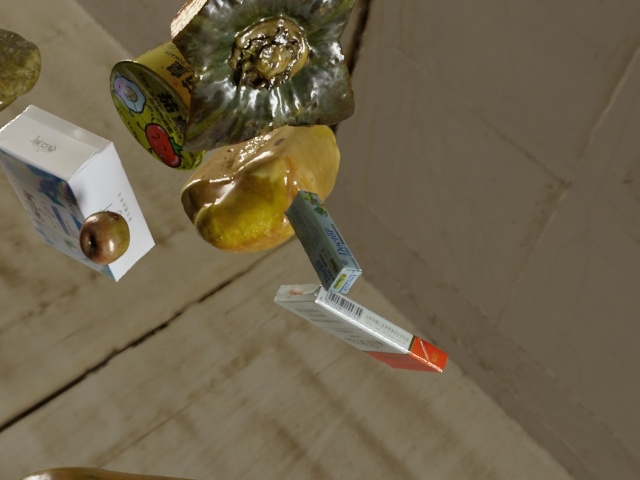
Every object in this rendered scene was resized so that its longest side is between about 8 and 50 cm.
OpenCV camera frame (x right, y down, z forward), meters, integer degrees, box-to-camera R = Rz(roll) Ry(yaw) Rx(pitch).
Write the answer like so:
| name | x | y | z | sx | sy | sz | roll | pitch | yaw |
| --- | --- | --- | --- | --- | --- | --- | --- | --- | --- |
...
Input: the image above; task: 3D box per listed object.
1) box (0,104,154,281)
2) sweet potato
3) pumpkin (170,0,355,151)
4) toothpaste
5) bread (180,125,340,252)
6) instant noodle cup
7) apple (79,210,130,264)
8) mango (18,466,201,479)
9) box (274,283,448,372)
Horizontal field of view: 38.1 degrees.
| name | x | y | z | sx | sy | sz | roll | pitch | yaw |
| --- | --- | --- | --- | --- | --- | --- | --- | --- | --- |
| box | -0.434 | -0.080 | 1.641 | 0.203 | 0.116 | 0.274 | 26 | -31 | 26 |
| sweet potato | -0.557 | -0.212 | 1.301 | 0.369 | 0.158 | 0.158 | -8 | -66 | 34 |
| pumpkin | -0.062 | -0.248 | 1.159 | 0.095 | 0.258 | 0.290 | -122 | -157 | -43 |
| toothpaste | 0.000 | 0.000 | 1.247 | 0.046 | 0.034 | 0.164 | -57 | -138 | 28 |
| bread | -0.145 | -0.117 | 2.310 | 0.360 | 0.394 | 0.250 | -21 | -70 | 24 |
| instant noodle cup | -0.191 | -0.214 | 1.343 | 0.182 | 0.144 | 0.182 | 29 | -35 | 23 |
| apple | -0.334 | -0.005 | 1.445 | 0.084 | 0.071 | 0.084 | 9 | -74 | 34 |
| mango | -0.186 | 0.383 | 1.031 | 0.377 | 0.264 | 0.221 | 26 | 13 | -10 |
| box | 0.061 | 0.132 | 1.395 | 0.245 | 0.035 | 0.139 | 30 | -17 | -23 |
